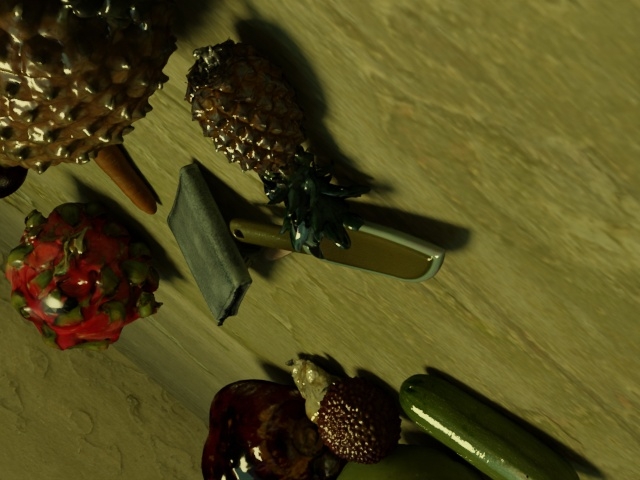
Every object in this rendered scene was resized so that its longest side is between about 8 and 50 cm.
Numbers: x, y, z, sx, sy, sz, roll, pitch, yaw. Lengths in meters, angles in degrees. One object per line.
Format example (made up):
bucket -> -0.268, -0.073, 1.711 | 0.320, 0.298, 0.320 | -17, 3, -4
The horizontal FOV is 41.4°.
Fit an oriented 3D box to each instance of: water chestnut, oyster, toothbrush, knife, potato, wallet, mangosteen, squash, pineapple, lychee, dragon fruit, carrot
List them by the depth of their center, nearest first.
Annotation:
pineapple -> -0.174, -0.184, 0.621 | 0.202, 0.202, 0.362 | 45, 144, -16
pineapple -> -0.038, -0.079, 0.711 | 0.103, 0.083, 0.221 | 18, 154, 45
knife -> 0.000, -0.001, 0.836 | 0.343, 0.027, 0.061 | 12, 133, 51
toothbrush -> -0.044, 0.007, 0.983 | 0.028, 0.037, 0.375 | 41, 157, -13
squash -> 0.195, 0.232, 0.991 | 0.238, 0.069, 0.069 | 31, 159, 25
wallet -> -0.142, 0.011, 1.070 | 0.167, 0.036, 0.222 | 64, 161, 10
carrot -> -0.281, -0.112, 1.126 | 0.043, 0.043, 0.248 | 23, 157, 37
lychee -> 0.053, 0.259, 1.223 | 0.123, 0.123, 0.129 | 19, 149, 43
potato -> 0.133, 0.403, 1.244 | 0.216, 0.216, 0.304 | 43, 152, -11
oyster -> -0.006, 0.239, 1.342 | 0.163, 0.081, 0.191 | 31, 155, 34
mangosteen -> -0.546, -0.144, 1.386 | 0.152, 0.152, 0.152 | 34, 159, 15
dragon fruit -> -0.398, 0.065, 1.442 | 0.231, 0.237, 0.303 | 52, 179, 29
water chestnut -> -0.087, 0.387, 1.562 | 0.289, 0.289, 0.244 | 49, -171, -25
